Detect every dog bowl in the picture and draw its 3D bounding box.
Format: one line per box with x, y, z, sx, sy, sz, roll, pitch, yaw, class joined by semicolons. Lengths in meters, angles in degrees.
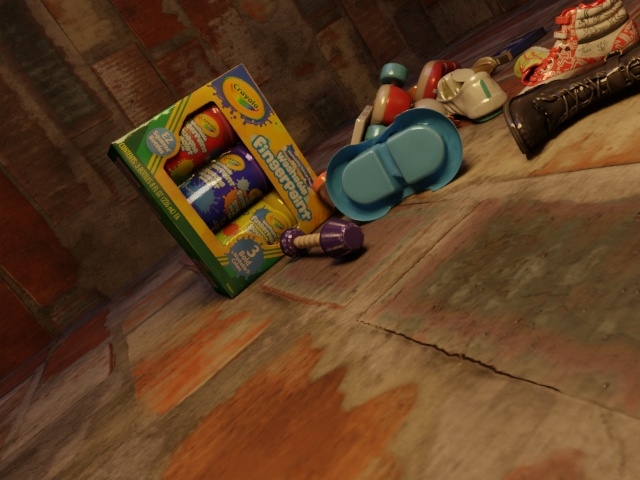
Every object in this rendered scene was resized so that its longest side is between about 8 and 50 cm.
0.154;-0.157;0.991;0.297;0.165;0.074;-27;5;29;dog bowl

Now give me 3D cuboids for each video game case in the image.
0.104;-0.253;1.350;0.026;0.226;0.206;15;28;6;video game case

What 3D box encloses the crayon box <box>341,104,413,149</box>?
0.196;-0.331;1.578;0.319;0.081;0.202;-35;15;-1;crayon box

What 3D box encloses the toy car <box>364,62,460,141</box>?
0.257;-0.325;1.301;0.210;0.238;0.219;74;-149;-80;toy car

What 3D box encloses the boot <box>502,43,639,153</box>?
0.444;-0.253;0.785;0.229;0.091;0.263;-18;20;48;boot

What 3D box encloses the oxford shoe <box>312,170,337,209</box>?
0.115;-0.154;1.227;0.271;0.098;0.096;-27;-26;-20;oxford shoe

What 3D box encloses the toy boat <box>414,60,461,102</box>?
0.412;-0.493;1.539;0.151;0.150;0.231;31;35;30;toy boat

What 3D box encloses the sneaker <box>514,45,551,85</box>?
0.514;-0.411;1.145;0.094;0.081;0.208;-36;15;4;sneaker

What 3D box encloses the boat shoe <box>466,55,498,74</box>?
0.538;-0.571;1.646;0.072;0.068;0.190;-50;8;-9;boat shoe

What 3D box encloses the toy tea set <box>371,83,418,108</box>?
0.334;-0.553;1.766;0.336;0.124;0.200;-25;-4;-13;toy tea set

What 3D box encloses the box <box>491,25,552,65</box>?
0.713;-0.704;1.725;0.225;0.036;0.136;-37;15;-13;box

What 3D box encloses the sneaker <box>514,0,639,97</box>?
0.484;-0.374;0.965;0.270;0.145;0.090;-27;17;27;sneaker

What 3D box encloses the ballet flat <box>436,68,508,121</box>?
0.391;-0.408;1.303;0.139;0.139;0.400;-33;15;8;ballet flat

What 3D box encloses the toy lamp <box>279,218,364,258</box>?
0.000;0.000;0.979;0.080;0.080;0.275;-40;14;-21;toy lamp

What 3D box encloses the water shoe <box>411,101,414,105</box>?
0.411;-0.571;1.925;0.203;0.072;0.080;-21;-2;29;water shoe

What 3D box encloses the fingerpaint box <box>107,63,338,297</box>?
-0.229;-0.144;1.197;0.371;0.444;0.163;-40;17;-22;fingerpaint box
